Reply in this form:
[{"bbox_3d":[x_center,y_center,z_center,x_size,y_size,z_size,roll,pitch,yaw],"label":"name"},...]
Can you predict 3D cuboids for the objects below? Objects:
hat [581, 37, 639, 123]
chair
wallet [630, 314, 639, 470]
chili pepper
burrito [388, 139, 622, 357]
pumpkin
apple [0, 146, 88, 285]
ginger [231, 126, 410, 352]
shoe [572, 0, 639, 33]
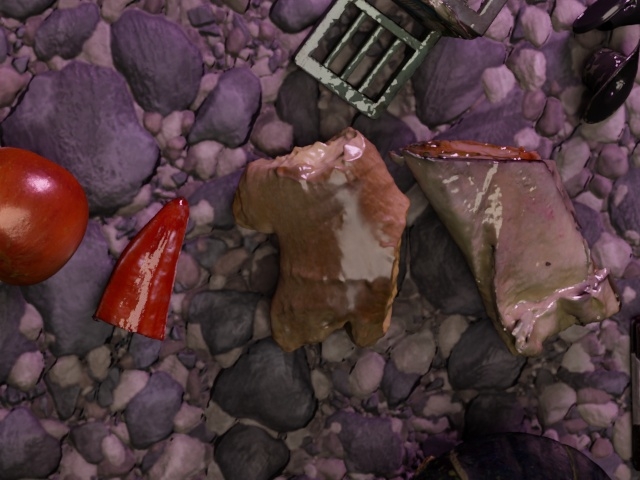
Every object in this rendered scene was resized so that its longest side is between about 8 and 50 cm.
[{"bbox_3d":[0.343,-0.198,1.871,0.050,0.121,0.121,37,94,20],"label":"hat"},{"bbox_3d":[0.107,-0.269,1.755,0.136,0.147,0.270,35,92,-19],"label":"chair"},{"bbox_3d":[0.532,0.190,2.012,0.262,0.071,0.221,-5,106,-5],"label":"wallet"},{"bbox_3d":[-0.193,0.026,1.803,0.088,0.065,0.169,22,94,-18],"label":"chili pepper"},{"bbox_3d":[0.230,-0.017,1.870,0.175,0.107,0.348,-40,112,-17],"label":"burrito"},{"bbox_3d":[0.232,0.391,1.896,0.323,0.241,0.323,-1,101,-7],"label":"pumpkin"},{"bbox_3d":[-0.333,-0.030,1.705,0.163,0.163,0.139,41,82,-19],"label":"apple"},{"bbox_3d":[0.000,0.000,1.809,0.221,0.130,0.276,16,101,-5],"label":"ginger"},{"bbox_3d":[0.376,-0.285,1.859,0.159,0.062,0.053,-41,111,-5],"label":"shoe"}]
